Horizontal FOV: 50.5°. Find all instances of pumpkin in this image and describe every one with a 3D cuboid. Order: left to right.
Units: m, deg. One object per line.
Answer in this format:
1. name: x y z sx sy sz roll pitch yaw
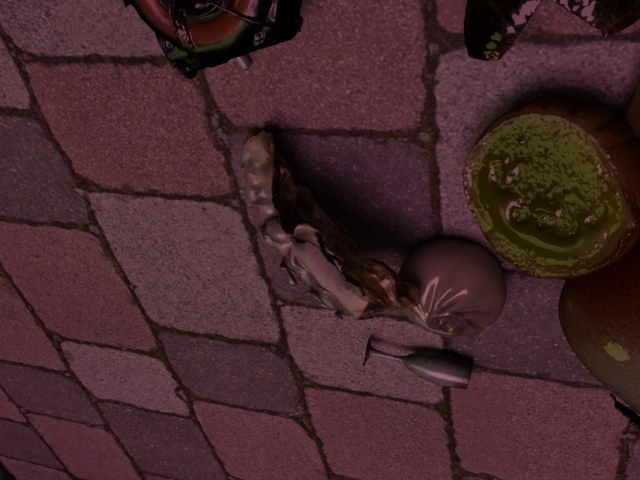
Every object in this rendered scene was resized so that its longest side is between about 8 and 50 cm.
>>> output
1. pumpkin: 0.229 -0.262 0.698 0.183 0.119 0.108 -11 129 25

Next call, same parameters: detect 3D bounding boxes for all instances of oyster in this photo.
1. oyster: 0.001 -0.001 1.031 0.351 0.115 0.238 38 161 13

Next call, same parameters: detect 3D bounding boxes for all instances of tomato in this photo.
1. tomato: 0.474 0.118 0.877 0.303 0.239 0.304 10 134 11

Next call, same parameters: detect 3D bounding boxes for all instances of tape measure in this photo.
1. tape measure: -0.129 -0.313 0.790 0.202 0.135 0.223 -10 123 26

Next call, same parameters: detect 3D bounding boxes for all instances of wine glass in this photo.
1. wine glass: 0.180 0.229 1.254 0.197 0.066 0.066 13 137 11

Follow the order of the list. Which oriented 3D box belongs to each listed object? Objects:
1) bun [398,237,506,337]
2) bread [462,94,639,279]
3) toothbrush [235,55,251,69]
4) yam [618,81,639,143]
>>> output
1. bun: 0.202 0.087 1.060 0.172 0.120 0.173 11 135 11
2. bread: 0.289 -0.062 0.837 0.236 0.070 0.236 23 126 37
3. toothbrush: -0.168 -0.337 0.873 0.025 0.019 0.276 -20 122 28
4. yam: 0.387 -0.207 0.720 0.066 0.066 0.300 17 137 8
